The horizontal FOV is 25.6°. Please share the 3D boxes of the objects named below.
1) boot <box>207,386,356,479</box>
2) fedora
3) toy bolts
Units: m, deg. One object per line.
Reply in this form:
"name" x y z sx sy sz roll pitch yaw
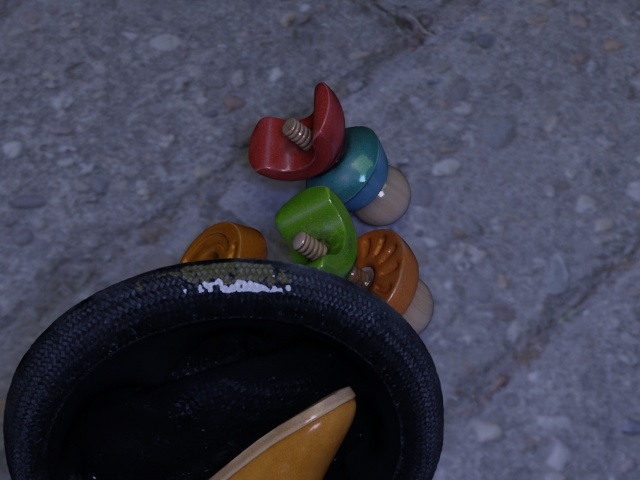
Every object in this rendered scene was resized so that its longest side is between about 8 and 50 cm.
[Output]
"boot" -0.018 0.263 0.991 0.211 0.295 0.104 49 25 15
"fedora" -0.076 0.127 1.115 0.334 0.334 0.152 -3 24 -5
"toy bolts" 0.000 0.000 1.283 0.158 0.218 0.228 34 49 -35
